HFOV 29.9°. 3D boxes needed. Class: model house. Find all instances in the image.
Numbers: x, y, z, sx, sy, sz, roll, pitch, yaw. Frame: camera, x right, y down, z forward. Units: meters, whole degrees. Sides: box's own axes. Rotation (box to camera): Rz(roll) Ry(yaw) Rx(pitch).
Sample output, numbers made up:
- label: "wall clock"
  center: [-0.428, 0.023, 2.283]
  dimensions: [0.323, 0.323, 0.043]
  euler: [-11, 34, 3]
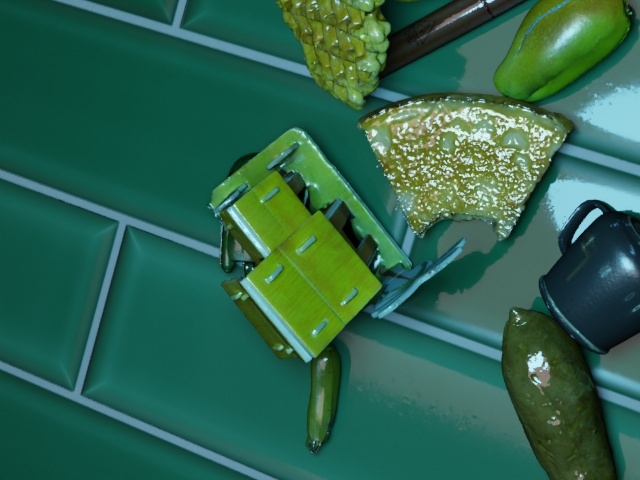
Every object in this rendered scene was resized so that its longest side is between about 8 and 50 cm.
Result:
- label: "model house"
  center: [0.000, 0.000, 1.752]
  dimensions: [0.340, 0.323, 0.300]
  euler: [-36, 98, 22]

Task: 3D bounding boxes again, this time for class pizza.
- label: "pizza"
  center: [0.218, -0.114, 1.820]
  dimensions: [0.323, 0.089, 0.223]
  euler: [3, 103, 15]

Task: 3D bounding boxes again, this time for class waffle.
- label: "waffle"
  center: [0.014, -0.353, 1.798]
  dimensions: [0.068, 0.325, 0.302]
  euler: [-20, 71, -20]

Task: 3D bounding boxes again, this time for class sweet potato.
- label: "sweet potato"
  center: [0.361, 0.293, 1.768]
  dimensions: [0.130, 0.130, 0.423]
  euler: [-15, 92, 21]

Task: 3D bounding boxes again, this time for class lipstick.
- label: "lipstick"
  center: [0.210, -0.340, 1.834]
  dimensions: [0.356, 0.057, 0.057]
  euler: [-26, 83, 19]

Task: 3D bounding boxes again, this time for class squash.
- label: "squash"
  center: [0.003, 0.253, 1.938]
  dimensions: [0.052, 0.052, 0.183]
  euler: [8, 93, 20]

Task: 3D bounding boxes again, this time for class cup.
- label: "cup"
  center: [0.409, 0.045, 1.733]
  dimensions: [0.176, 0.169, 0.223]
  euler: [-47, 42, 23]

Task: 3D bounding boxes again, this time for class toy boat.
- label: "toy boat"
  center: [-0.112, -0.039, 1.970]
  dimensions: [0.104, 0.052, 0.210]
  euler: [2, 92, 5]

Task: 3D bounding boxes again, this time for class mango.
- label: "mango"
  center: [0.345, -0.290, 1.760]
  dimensions: [0.233, 0.111, 0.125]
  euler: [-34, 68, 31]
